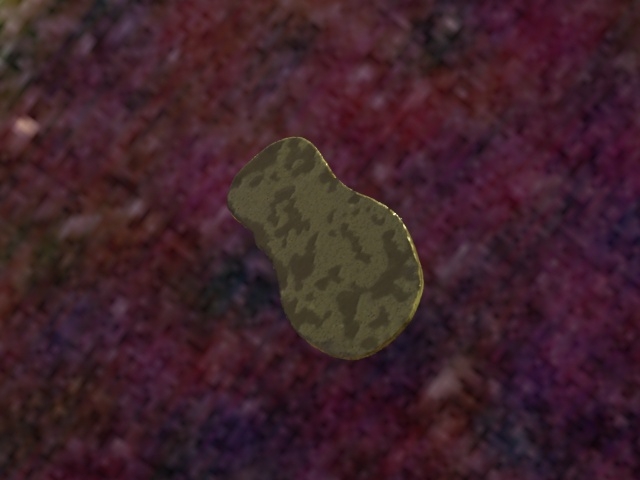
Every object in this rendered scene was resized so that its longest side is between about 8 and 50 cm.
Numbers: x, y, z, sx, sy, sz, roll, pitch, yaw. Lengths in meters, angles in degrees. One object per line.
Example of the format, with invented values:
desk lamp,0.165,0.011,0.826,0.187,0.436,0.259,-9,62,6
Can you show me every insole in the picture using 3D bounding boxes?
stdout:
insole,0.000,0.000,0.880,0.065,0.006,0.193,-39,31,0
